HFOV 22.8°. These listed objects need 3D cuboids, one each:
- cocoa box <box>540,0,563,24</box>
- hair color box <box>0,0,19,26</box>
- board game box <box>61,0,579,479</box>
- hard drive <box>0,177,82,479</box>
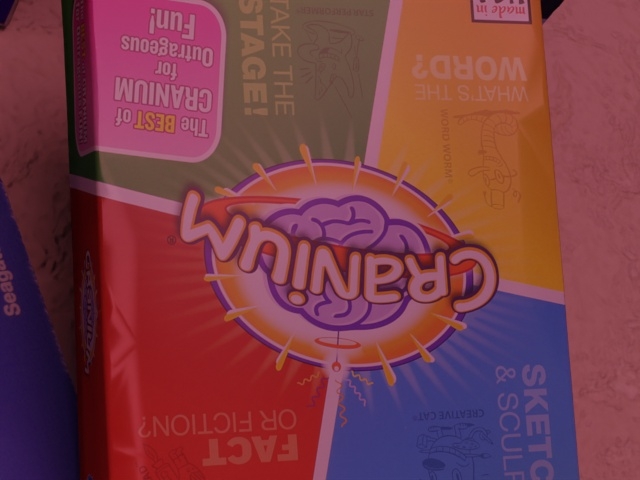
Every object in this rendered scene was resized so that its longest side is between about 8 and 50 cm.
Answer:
[{"bbox_3d":[0.004,-0.277,0.984,0.231,0.228,0.347,3,60,-27],"label":"cocoa box"},{"bbox_3d":[-0.145,-0.295,0.843,0.110,0.339,0.185,23,52,-16],"label":"hair color box"},{"bbox_3d":[0.000,0.000,0.784,0.242,0.064,0.317,-1,82,-21],"label":"board game box"},{"bbox_3d":[-0.273,0.076,0.730,0.318,0.040,0.210,-9,65,-32],"label":"hard drive"}]
